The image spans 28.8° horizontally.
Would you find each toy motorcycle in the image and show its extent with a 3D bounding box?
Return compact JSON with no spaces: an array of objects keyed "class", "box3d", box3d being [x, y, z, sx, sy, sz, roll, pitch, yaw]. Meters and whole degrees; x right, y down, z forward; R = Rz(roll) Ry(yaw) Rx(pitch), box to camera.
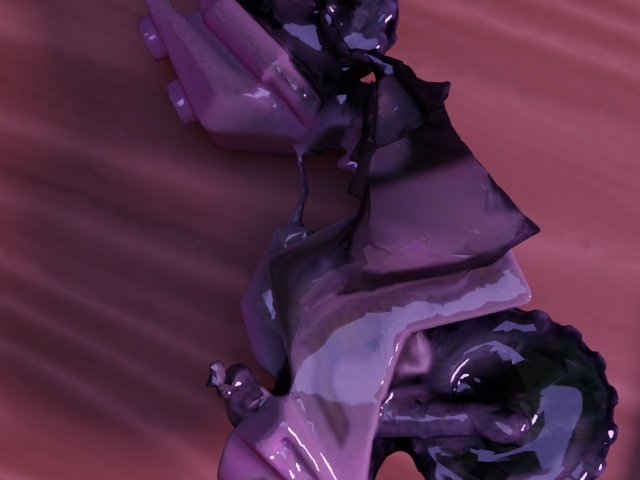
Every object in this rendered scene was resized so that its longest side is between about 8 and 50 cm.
[{"class":"toy motorcycle","box3d":[0.000,0.000,0.605,0.188,0.143,0.327,-26,79,-1]}]
